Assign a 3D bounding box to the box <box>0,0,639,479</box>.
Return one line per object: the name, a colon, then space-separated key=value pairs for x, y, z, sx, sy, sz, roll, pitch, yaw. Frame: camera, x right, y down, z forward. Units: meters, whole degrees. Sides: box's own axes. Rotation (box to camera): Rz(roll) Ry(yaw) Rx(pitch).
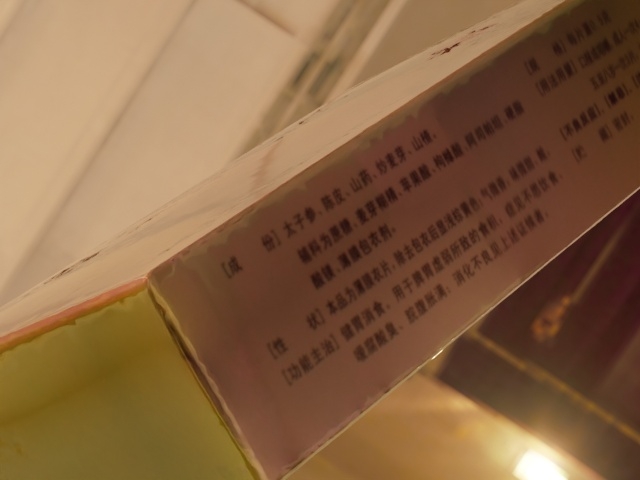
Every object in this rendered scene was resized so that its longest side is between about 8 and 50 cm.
box: x=0.001 y=-0.001 z=0.546 sx=0.175 sy=0.260 sz=0.062 roll=-22 pitch=100 yaw=47
